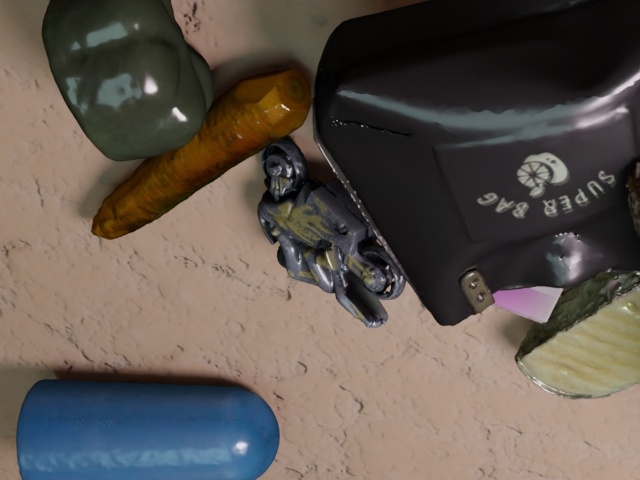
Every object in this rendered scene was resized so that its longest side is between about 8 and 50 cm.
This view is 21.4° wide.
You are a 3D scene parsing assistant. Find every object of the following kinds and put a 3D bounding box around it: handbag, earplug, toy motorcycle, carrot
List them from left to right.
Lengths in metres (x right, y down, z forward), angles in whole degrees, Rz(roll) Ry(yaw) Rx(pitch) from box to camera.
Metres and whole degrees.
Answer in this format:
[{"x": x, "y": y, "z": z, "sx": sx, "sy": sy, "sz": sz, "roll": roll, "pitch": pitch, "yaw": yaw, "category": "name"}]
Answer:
[{"x": -0.175, "y": 0.211, "z": 1.819, "sx": 0.273, "sy": 0.132, "sz": 0.132, "roll": -3, "pitch": 130, "yaw": 18, "category": "earplug"}, {"x": -0.124, "y": -0.073, "z": 1.580, "sx": 0.066, "sy": 0.066, "sz": 0.314, "roll": 41, "pitch": 135, "yaw": -19, "category": "carrot"}, {"x": 0.000, "y": 0.000, "z": 1.569, "sx": 0.193, "sy": 0.061, "sz": 0.124, "roll": 48, "pitch": 141, "yaw": 14, "category": "toy motorcycle"}, {"x": 0.178, "y": -0.063, "z": 1.374, "sx": 0.342, "sy": 0.152, "sz": 0.288, "roll": -11, "pitch": 126, "yaw": 14, "category": "handbag"}]

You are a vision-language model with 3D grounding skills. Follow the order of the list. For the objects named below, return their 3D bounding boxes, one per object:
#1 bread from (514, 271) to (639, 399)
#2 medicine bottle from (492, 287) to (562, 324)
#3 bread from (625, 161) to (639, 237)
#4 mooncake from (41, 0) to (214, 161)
[{"x": 0.290, "y": 0.080, "z": 1.565, "sx": 0.232, "sy": 0.064, "sz": 0.172, "roll": 0, "pitch": 133, "yaw": 19, "category": "bread"}, {"x": 0.160, "y": -0.030, "z": 1.521, "sx": 0.171, "sy": 0.052, "sz": 0.201, "roll": 20, "pitch": 133, "yaw": 1, "category": "medicine bottle"}, {"x": 0.358, "y": 0.105, "z": 1.374, "sx": 0.113, "sy": 0.165, "sz": 0.416, "roll": -25, "pitch": 136, "yaw": 6, "category": "bread"}, {"x": -0.161, "y": -0.159, "z": 1.473, "sx": 0.104, "sy": 0.168, "sz": 0.175, "roll": -22, "pitch": 153, "yaw": 16, "category": "mooncake"}]
